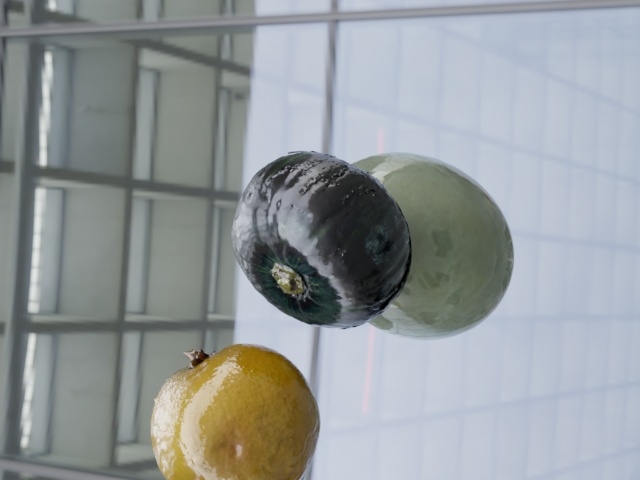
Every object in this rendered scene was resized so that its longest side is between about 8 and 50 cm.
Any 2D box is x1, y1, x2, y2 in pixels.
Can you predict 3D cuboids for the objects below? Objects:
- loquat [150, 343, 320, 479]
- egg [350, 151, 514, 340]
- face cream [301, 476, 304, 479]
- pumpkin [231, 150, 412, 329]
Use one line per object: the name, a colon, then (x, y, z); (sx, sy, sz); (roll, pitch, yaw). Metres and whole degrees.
loquat: (-0.105, 0.223, 1.600); (0.208, 0.208, 0.208); (-8, -81, -60)
egg: (0.133, 0.010, 1.856); (0.352, 0.258, 0.258); (31, -115, -47)
face cream: (-0.098, 0.362, 2.040); (0.149, 0.264, 0.083); (-44, -81, -21)
pumpkin: (0.000, 0.000, 1.595); (0.163, 0.233, 0.233); (-46, -47, -28)
